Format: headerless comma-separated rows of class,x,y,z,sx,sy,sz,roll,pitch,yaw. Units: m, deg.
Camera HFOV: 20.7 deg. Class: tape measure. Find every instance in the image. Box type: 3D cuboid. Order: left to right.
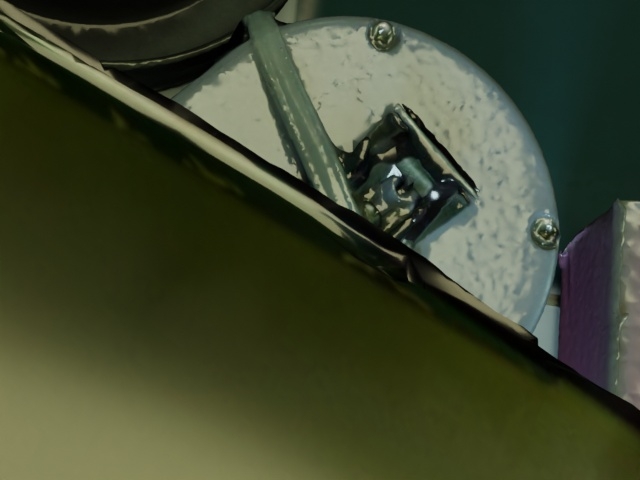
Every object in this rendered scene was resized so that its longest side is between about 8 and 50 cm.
tape measure,0.004,-0.003,0.717,0.182,0.107,0.181,43,74,-1

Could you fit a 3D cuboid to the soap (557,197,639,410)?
soap,0.189,0.126,0.734,0.181,0.081,0.259,8,70,-11

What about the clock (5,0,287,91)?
clock,-0.104,-0.172,0.783,0.226,0.049,0.226,4,71,-13

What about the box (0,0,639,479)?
box,-0.163,0.056,0.487,0.373,0.420,0.138,31,67,-4
